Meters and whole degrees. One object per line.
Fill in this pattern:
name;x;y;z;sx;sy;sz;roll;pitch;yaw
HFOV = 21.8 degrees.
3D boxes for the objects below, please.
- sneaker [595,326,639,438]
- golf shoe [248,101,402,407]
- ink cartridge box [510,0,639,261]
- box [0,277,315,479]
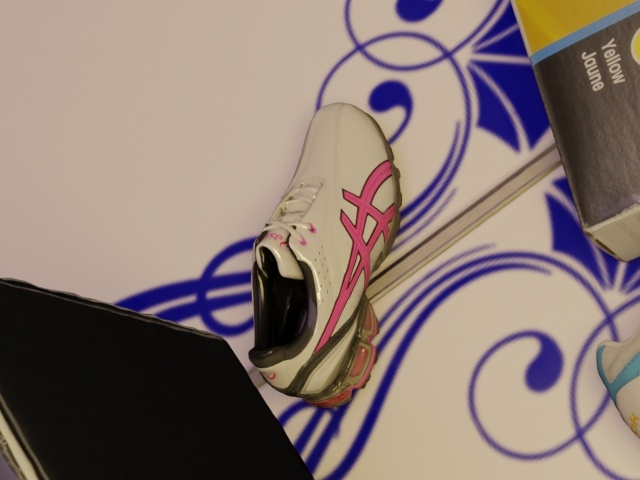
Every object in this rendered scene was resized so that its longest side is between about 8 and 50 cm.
sneaker;0.232;0.013;0.818;0.228;0.087;0.092;-47;53;7
golf shoe;0.000;0.000;0.971;0.067;0.086;0.186;-6;69;33
ink cartridge box;0.245;-0.185;0.892;0.307;0.072;0.303;-27;60;25
box;-0.158;0.347;0.714;0.472;0.297;0.480;-38;68;12
